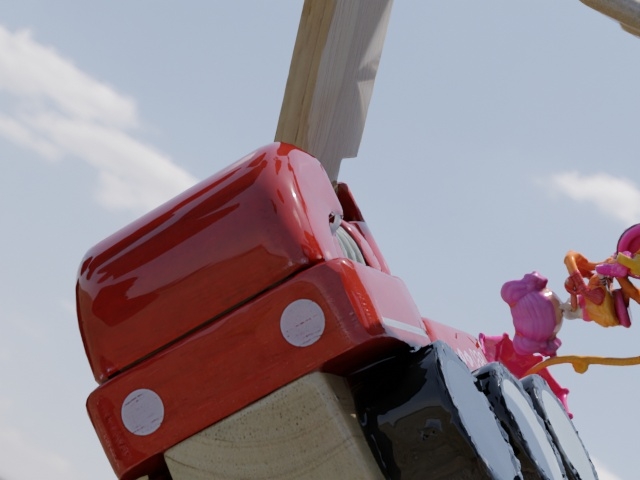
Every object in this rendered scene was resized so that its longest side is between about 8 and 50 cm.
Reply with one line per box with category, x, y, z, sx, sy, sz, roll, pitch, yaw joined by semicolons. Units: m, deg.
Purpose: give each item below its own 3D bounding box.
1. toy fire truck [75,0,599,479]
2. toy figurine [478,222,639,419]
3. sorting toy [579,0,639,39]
toy fire truck;0.000;0.000;0.680;0.246;0.158;0.217;64;13;16
toy figurine;0.183;0.060;1.305;0.159;0.173;0.130;-11;13;11
sorting toy;0.177;-0.020;0.619;0.196;0.047;0.347;37;12;31
